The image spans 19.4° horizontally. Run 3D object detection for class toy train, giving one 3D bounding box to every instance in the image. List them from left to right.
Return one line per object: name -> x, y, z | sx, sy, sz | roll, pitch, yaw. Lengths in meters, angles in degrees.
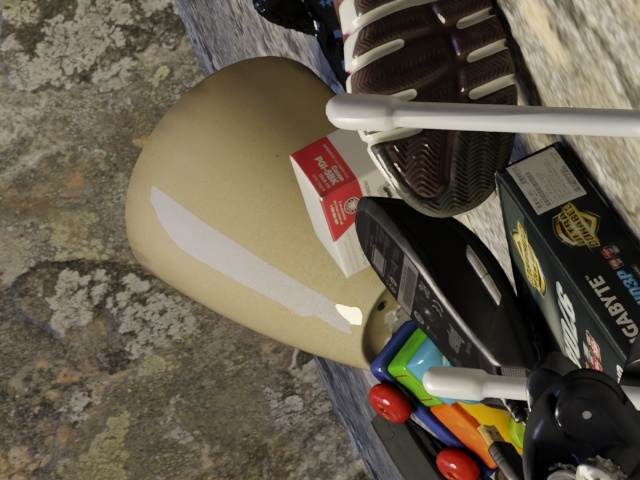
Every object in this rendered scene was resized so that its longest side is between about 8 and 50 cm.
toy train -> 0.169, 0.168, 1.629 | 0.248, 0.105, 0.143 | 44, 160, -12

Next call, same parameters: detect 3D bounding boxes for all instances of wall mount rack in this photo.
wall mount rack -> 0.153, 0.049, 0.892 | 0.304, 0.130, 0.350 | 45, 161, 47

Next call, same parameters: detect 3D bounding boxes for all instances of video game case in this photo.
video game case -> 0.180, 0.288, 1.737 | 0.248, 0.035, 0.275 | 38, -171, -31

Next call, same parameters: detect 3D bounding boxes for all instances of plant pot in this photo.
plant pot -> 0.000, 0.000, 1.760 | 0.274, 0.256, 0.256 | 38, 158, 37

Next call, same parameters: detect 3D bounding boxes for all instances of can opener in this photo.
can opener -> 0.145, 0.129, 0.783 | 0.186, 0.059, 0.073 | 56, -144, -8

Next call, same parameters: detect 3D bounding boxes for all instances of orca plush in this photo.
orca plush -> -0.003, -0.203, 1.426 | 0.151, 0.102, 0.287 | 55, 169, 56

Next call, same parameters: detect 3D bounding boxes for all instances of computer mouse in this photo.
computer mouse -> 0.120, 0.080, 1.287 | 0.262, 0.060, 0.184 | 50, 165, 24

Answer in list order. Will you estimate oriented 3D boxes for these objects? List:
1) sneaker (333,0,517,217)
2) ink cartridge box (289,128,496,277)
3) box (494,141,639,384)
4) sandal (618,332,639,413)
sneaker -> 0.054, -0.154, 1.244 | 0.162, 0.106, 0.281 | -153, 48, -88
ink cartridge box -> 0.057, -0.048, 1.404 | 0.056, 0.135, 0.099 | 55, 170, 40
box -> 0.183, 0.068, 1.200 | 0.175, 0.051, 0.220 | 60, 172, 36
sandal -> 0.201, 0.137, 1.084 | 0.097, 0.054, 0.254 | 12, 148, 21
